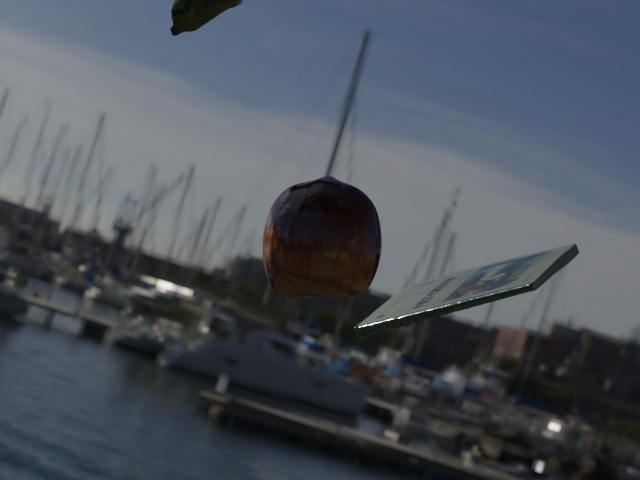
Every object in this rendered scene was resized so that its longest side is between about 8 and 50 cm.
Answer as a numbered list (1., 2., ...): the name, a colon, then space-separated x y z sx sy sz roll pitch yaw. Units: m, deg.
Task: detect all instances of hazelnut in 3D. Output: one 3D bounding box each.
1. hazelnut: 0.000 0.000 1.698 0.150 0.150 0.150 17 -3 1

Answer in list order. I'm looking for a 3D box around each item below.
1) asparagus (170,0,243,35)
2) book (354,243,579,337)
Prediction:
1. asparagus: -0.065 -0.328 1.603 0.082 0.085 0.343 10 -25 -38
2. book: 0.209 0.071 2.004 0.282 0.025 0.215 -16 7 30
